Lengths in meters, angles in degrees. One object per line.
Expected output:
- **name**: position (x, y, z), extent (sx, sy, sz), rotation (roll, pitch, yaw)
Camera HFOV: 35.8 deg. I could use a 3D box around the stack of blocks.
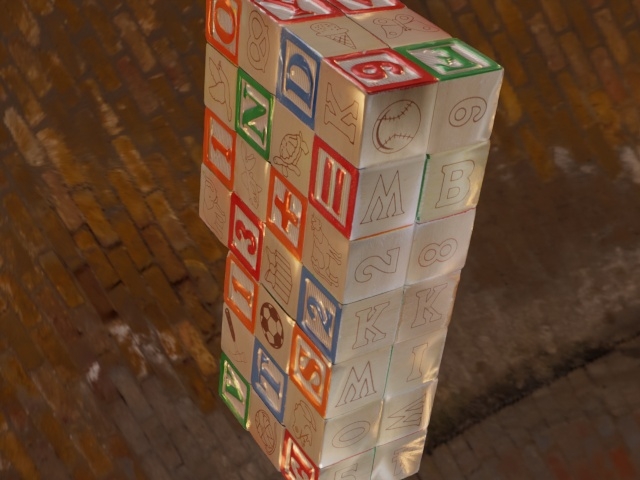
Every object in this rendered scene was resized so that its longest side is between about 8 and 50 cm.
- **stack of blocks**: position (0.000, 0.000, 0.617), extent (0.087, 0.171, 0.297), rotation (-15, -51, -29)
